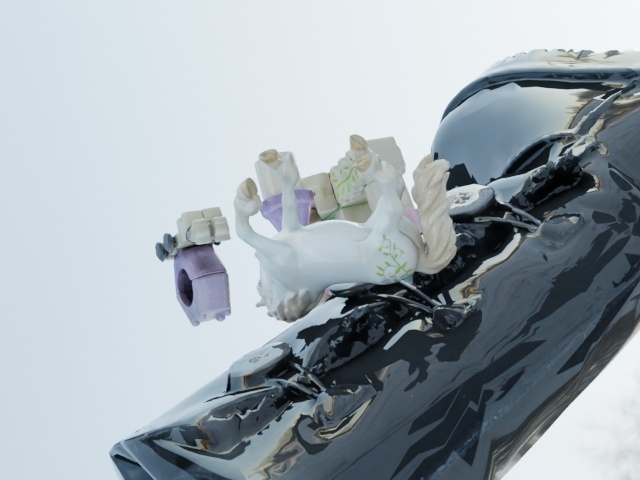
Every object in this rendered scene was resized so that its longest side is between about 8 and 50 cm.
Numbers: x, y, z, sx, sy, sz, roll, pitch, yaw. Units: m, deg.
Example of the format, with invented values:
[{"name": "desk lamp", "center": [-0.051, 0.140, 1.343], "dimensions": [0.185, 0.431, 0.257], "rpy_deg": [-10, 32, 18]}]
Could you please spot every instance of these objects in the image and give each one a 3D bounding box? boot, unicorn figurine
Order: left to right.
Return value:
[{"name": "unicorn figurine", "center": [0.000, 0.000, 0.729], "dimensions": [0.060, 0.162, 0.111], "rpy_deg": [-51, -47, -40]}, {"name": "boot", "center": [0.058, 0.045, 0.853], "dimensions": [0.445, 0.367, 0.146], "rpy_deg": [-41, -77, -24]}]

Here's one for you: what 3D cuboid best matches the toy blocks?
[{"name": "toy blocks", "center": [0.036, 0.061, 1.372], "dimensions": [0.309, 0.288, 0.260], "rpy_deg": [-10, -104, -26]}]
